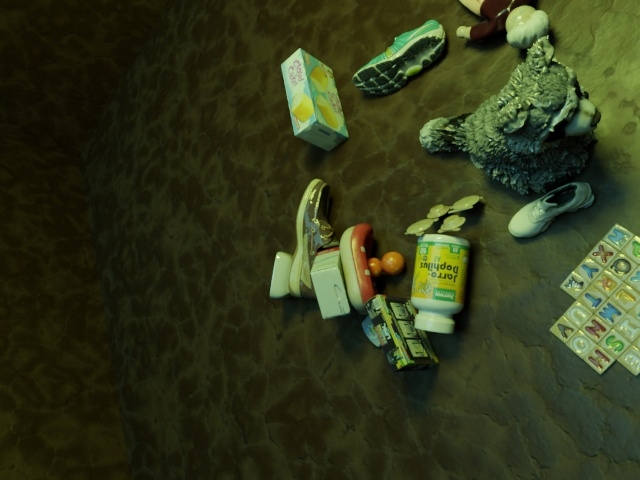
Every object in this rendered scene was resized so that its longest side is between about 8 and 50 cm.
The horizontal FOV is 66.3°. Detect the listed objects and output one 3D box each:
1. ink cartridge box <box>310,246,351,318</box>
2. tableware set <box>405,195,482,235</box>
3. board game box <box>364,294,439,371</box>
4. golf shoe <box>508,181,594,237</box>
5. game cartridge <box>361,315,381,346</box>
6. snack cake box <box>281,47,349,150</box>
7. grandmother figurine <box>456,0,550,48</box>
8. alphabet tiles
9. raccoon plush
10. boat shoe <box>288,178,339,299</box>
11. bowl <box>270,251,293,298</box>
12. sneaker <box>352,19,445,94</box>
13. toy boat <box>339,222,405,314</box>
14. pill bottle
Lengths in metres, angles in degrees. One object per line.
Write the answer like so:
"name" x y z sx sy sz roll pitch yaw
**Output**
"ink cartridge box" 0.031 0.104 1.250 0.072 0.175 0.128 -13 102 9
"tableware set" 0.280 -0.054 1.112 0.141 0.168 0.020 -9 114 48
"board game box" 0.187 0.213 1.127 0.048 0.141 0.170 -38 56 29
"golf shoe" 0.448 -0.067 0.983 0.176 0.086 0.069 -37 58 33
"game cartridge" 0.141 0.228 1.257 0.056 0.017 0.083 -56 49 24
"snack cake box" -0.017 -0.416 1.461 0.089 0.152 0.265 -29 62 35
"grandmother figurine" 0.401 -0.551 1.133 0.208 0.104 0.343 -53 47 33
"alphabet tiles" 0.546 0.119 0.899 0.237 0.009 0.198 -56 49 18
"raccoon plush" 0.323 -0.227 0.980 0.446 0.299 0.216 -1 76 44
"boat shoe" 0.000 0.000 1.387 0.123 0.123 0.342 9 85 23
"bowl" -0.099 0.107 1.445 0.053 0.142 0.142 9 86 10
"sneaker" 0.211 -0.486 1.317 0.275 0.107 0.110 -22 47 34
"toy boat" 0.137 0.065 1.235 0.151 0.151 0.231 -14 69 9
"pill bottle" 0.265 0.097 1.097 0.117 0.117 0.209 3 82 44
